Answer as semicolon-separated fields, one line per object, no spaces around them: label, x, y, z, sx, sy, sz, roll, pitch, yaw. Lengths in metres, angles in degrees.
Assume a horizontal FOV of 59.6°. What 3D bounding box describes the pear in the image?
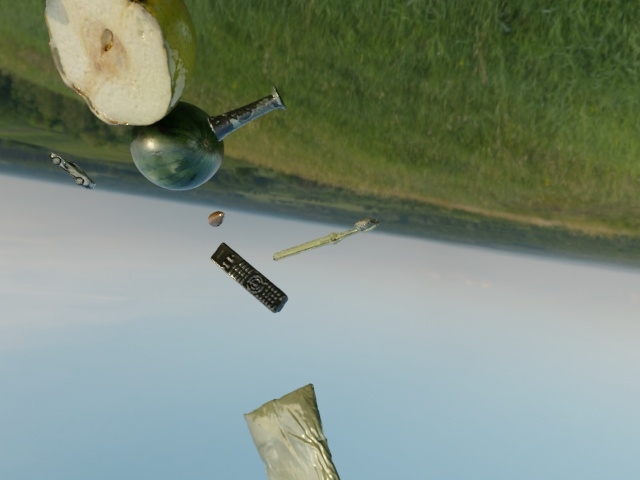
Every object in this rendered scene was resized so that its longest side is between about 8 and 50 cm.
pear;-0.399;-0.435;1.198;0.386;0.340;0.191;-25;-161;50

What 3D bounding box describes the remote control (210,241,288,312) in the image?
remote control;-0.189;0.097;1.478;0.245;0.063;0.025;39;-176;17

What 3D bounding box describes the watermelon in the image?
watermelon;-0.378;-0.249;1.478;0.242;0.243;0.242;9;-178;0

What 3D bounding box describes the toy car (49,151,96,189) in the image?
toy car;-0.443;-0.126;1.000;0.093;0.025;0.041;43;175;-9

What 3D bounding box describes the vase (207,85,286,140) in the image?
vase;-0.160;-0.279;1.224;0.167;0.059;0.059;-25;-179;1

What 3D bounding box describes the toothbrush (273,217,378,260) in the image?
toothbrush;0.003;0.002;1.228;0.294;0.026;0.028;-21;146;37

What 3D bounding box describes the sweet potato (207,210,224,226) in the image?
sweet potato;-0.235;-0.050;1.262;0.034;0.034;0.095;8;163;-22

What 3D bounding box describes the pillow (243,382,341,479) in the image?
pillow;-0.025;0.324;0.762;0.050;0.230;0.148;-2;152;-43
